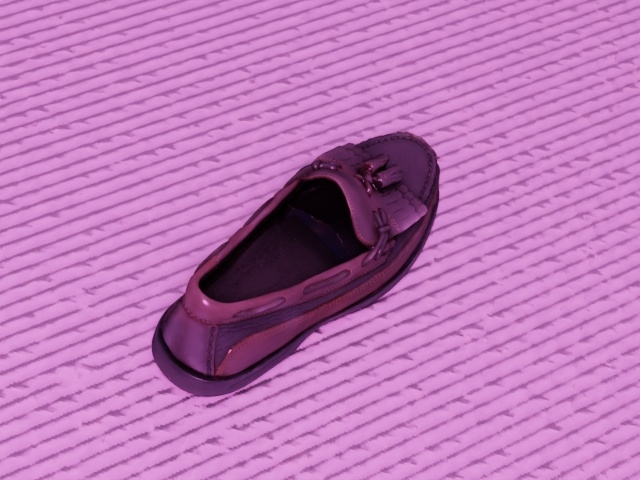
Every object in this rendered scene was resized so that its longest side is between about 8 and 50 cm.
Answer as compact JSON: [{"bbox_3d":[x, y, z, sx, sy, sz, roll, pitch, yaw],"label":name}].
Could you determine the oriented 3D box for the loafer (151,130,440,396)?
[{"bbox_3d":[0.000,0.000,1.102,0.096,0.084,0.267,37,52,15],"label":"loafer"}]
